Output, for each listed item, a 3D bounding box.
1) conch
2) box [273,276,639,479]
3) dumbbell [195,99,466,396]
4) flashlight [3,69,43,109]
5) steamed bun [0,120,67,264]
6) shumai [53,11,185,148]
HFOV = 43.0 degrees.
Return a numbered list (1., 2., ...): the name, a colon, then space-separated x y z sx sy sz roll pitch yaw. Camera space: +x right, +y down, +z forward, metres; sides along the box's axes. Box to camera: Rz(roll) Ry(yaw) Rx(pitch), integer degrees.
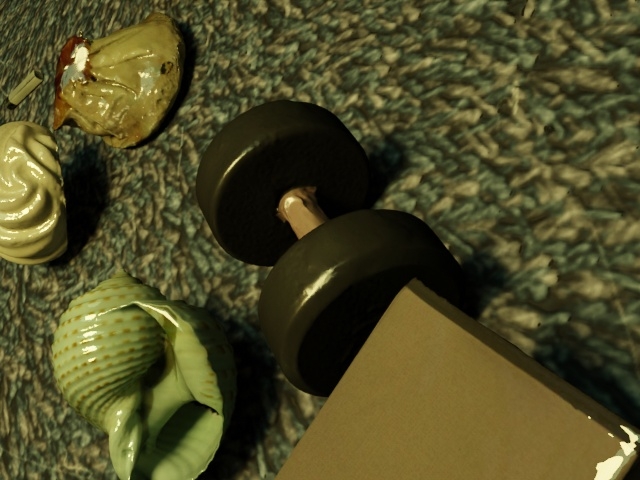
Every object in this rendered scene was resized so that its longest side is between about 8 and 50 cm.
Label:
1. conch: -0.152 0.124 0.749 0.172 0.131 0.200 -12 100 13
2. box: 0.081 0.185 0.490 0.188 0.153 0.252 36 95 47
3. dumbbell: 0.000 0.000 0.656 0.152 0.152 0.218 -46 46 14
4. flashlight: -0.478 -0.242 1.307 0.083 0.018 0.018 -34 51 25
5. steamed bun: -0.377 -0.059 1.013 0.183 0.106 0.182 172 90 -69
6. shumai: -0.269 -0.217 1.035 0.201 0.120 0.201 -21 57 37
